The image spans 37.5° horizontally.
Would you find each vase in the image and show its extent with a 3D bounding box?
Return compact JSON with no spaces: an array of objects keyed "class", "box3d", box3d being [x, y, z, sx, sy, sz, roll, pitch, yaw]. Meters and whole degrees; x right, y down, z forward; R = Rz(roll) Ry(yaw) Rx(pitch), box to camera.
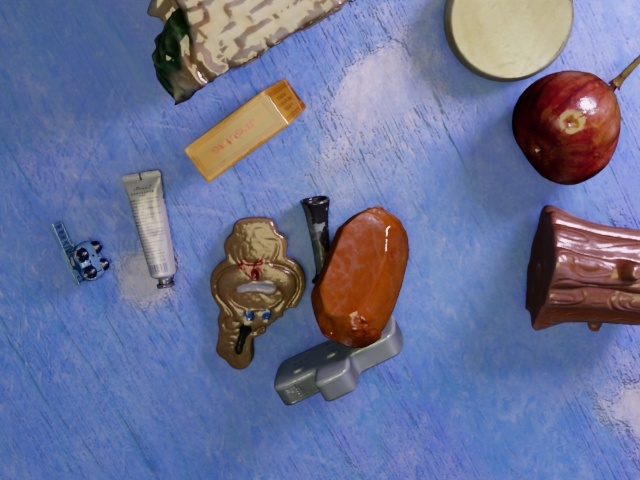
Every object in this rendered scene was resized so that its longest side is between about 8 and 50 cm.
[{"class":"vase","box3d":[0.000,0.000,1.831,0.059,0.059,0.166,-6,104,7]}]

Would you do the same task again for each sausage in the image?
[{"class":"sausage","box3d":[0.078,0.066,1.764,0.153,0.141,0.268,16,78,17]}]

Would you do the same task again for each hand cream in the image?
[{"class":"hand cream","box3d":[-0.331,-0.020,1.866,0.080,0.050,0.233,-9,99,8]}]

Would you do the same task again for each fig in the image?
[{"class":"fig","box3d":[0.464,-0.227,1.688,0.249,0.186,0.203,-41,125,-27]}]

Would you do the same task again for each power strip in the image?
[{"class":"power strip","box3d":[0.033,0.241,1.821,0.265,0.193,0.059,-26,103,10]}]

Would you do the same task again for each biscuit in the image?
[{"class":"biscuit","box3d":[-0.135,0.110,1.881,0.183,0.047,0.319,24,107,2]}]

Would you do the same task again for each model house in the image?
[{"class":"model house","box3d":[-0.165,-0.484,1.524,0.395,0.445,0.399,-25,103,13]}]

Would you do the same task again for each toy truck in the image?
[{"class":"toy truck","box3d":[-0.481,0.019,1.883,0.074,0.063,0.136,-15,100,29]}]

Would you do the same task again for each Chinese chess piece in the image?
[{"class":"Chinese chess piece","box3d":[0.338,-0.397,1.679,0.238,0.092,0.237,1,104,6]}]

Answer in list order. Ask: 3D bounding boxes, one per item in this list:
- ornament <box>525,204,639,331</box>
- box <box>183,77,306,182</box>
[{"class":"ornament","box3d":[0.508,0.056,1.727,0.218,0.221,0.235,7,79,0]},{"class":"box","box3d":[-0.126,-0.202,1.677,0.174,0.274,0.076,-33,99,12]}]
